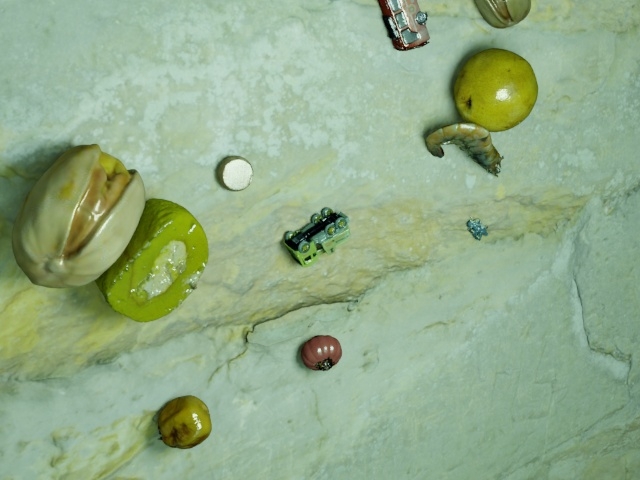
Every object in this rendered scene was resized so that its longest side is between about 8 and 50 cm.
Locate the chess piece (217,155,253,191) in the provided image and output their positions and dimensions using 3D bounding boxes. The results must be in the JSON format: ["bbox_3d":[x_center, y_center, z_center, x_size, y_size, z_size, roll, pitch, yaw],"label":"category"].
[{"bbox_3d":[-0.196,-0.155,1.798,0.083,0.038,0.084,-8,110,-23],"label":"chess piece"}]

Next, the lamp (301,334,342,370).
[{"bbox_3d":[0.003,0.288,1.990,0.107,0.092,0.108,-13,143,-10],"label":"lamp"}]

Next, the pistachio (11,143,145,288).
[{"bbox_3d":[-0.496,-0.044,1.584,0.229,0.229,0.309,34,71,-29],"label":"pistachio"}]

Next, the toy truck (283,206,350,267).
[{"bbox_3d":[0.000,0.000,1.918,0.168,0.077,0.100,-34,130,-17],"label":"toy truck"}]

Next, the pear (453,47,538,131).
[{"bbox_3d":[0.434,-0.373,1.953,0.208,0.209,0.209,-7,108,-24],"label":"pear"}]

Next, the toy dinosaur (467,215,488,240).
[{"bbox_3d":[0.436,-0.033,2.144,0.047,0.030,0.083,-47,119,-4],"label":"toy dinosaur"}]

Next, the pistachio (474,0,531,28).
[{"bbox_3d":[0.443,-0.623,1.931,0.129,0.131,0.206,-23,116,28],"label":"pistachio"}]

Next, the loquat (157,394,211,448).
[{"bbox_3d":[-0.326,0.437,1.855,0.137,0.137,0.113,-45,145,-8],"label":"loquat"}]

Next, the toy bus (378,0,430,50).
[{"bbox_3d":[0.187,-0.567,1.852,0.096,0.073,0.235,-27,114,-7],"label":"toy bus"}]

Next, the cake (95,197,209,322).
[{"bbox_3d":[-0.364,0.043,1.708,0.260,0.156,0.179,-47,135,-1],"label":"cake"}]

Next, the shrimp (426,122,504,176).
[{"bbox_3d":[0.378,-0.228,2.024,0.296,0.169,0.058,39,52,-55],"label":"shrimp"}]
